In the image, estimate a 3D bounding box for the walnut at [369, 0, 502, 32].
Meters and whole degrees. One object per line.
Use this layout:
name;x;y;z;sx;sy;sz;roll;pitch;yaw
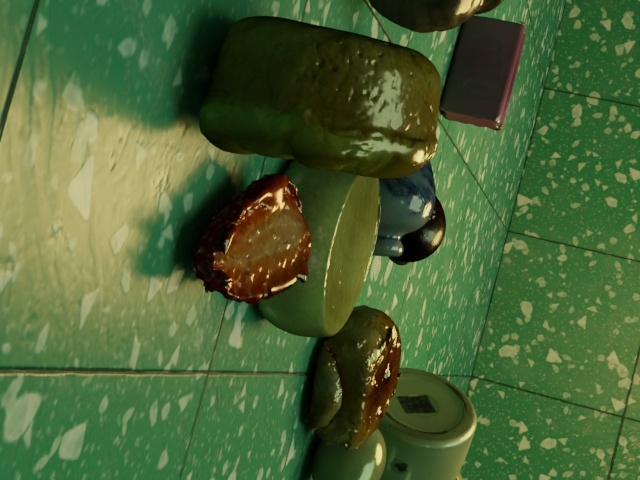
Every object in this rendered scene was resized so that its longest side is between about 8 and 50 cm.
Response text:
walnut;0.148;-0.361;1.311;0.224;0.224;0.224;14;90;-74

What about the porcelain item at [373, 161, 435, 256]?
porcelain item;0.088;-0.109;1.445;0.141;0.141;0.259;18;75;-74

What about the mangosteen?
mangosteen;0.133;-0.022;1.714;0.140;0.140;0.140;14;90;-74

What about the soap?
soap;0.308;-0.319;2.034;0.065;0.122;0.203;47;57;-72

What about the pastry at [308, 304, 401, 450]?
pastry;0.055;0.209;1.645;0.229;0.100;0.218;23;81;-73

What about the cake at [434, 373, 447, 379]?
cake;0.181;0.316;2.151;0.225;0.109;0.090;2;102;-74

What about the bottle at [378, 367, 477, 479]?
bottle;0.155;0.429;1.976;0.229;0.229;0.352;-51;156;-56

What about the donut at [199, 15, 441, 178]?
donut;0.011;-0.132;1.013;0.261;0.208;0.128;-27;128;-76

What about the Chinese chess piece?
Chinese chess piece;0.000;0.000;1.294;0.238;0.092;0.238;14;90;-73

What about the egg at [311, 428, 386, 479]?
egg;0.044;0.350;1.696;0.152;0.114;0.114;-59;157;-44

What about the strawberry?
strawberry;-0.078;0.001;1.075;0.188;0.082;0.121;-23;106;-59
